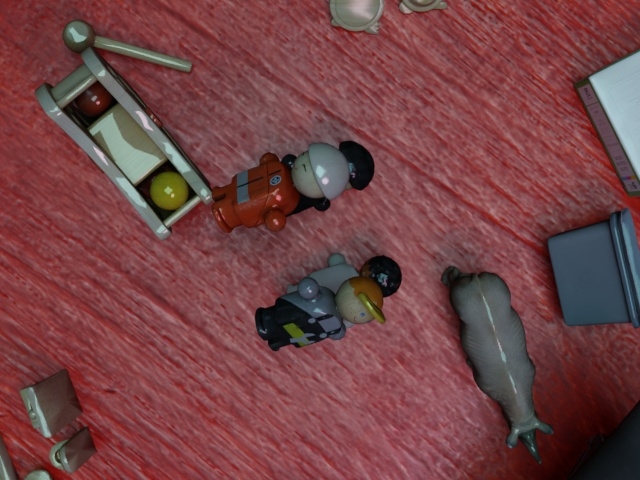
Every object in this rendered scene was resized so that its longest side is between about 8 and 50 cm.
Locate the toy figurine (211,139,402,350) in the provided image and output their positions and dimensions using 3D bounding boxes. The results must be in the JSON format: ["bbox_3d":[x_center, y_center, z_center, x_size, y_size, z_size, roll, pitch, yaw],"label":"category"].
[{"bbox_3d":[0.000,0.000,0.940,0.148,0.213,0.209,-20,90,13],"label":"toy figurine"}]

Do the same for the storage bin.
[{"bbox_3d":[0.323,0.036,1.011,0.091,0.098,0.135,-11,91,27],"label":"storage bin"}]

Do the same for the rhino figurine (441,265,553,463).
[{"bbox_3d":[0.206,0.142,0.995,0.073,0.106,0.243,-19,90,0],"label":"rhino figurine"}]

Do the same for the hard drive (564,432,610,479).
[{"bbox_3d":[0.413,0.385,0.990,0.339,0.064,0.237,26,107,0],"label":"hard drive"}]

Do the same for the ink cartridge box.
[{"bbox_3d":[0.397,-0.119,1.017,0.109,0.062,0.209,-27,91,-1],"label":"ink cartridge box"}]

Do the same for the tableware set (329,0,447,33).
[{"bbox_3d":[0.075,-0.323,1.005,0.141,0.020,0.168,-7,118,0],"label":"tableware set"}]

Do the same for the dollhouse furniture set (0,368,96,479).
[{"bbox_3d":[-0.348,0.248,0.982,0.151,0.123,0.144,-21,90,0],"label":"dollhouse furniture set"}]

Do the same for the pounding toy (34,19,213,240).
[{"bbox_3d":[-0.202,-0.149,0.966,0.155,0.154,0.269,-39,91,0],"label":"pounding toy"}]

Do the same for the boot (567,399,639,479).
[{"bbox_3d":[0.213,0.310,0.893,0.367,0.146,0.445,40,114,1],"label":"boot"}]
